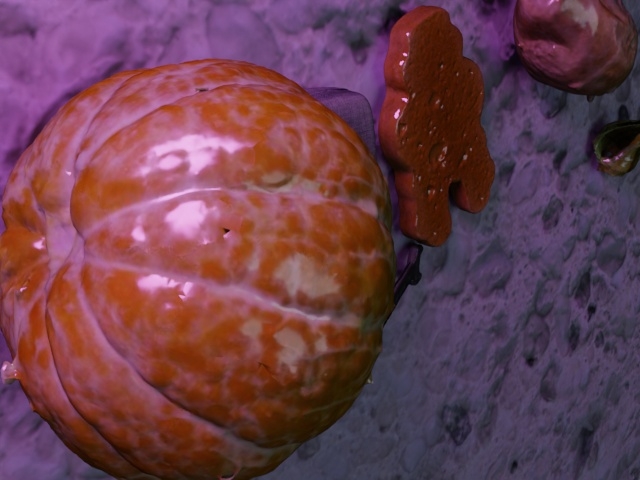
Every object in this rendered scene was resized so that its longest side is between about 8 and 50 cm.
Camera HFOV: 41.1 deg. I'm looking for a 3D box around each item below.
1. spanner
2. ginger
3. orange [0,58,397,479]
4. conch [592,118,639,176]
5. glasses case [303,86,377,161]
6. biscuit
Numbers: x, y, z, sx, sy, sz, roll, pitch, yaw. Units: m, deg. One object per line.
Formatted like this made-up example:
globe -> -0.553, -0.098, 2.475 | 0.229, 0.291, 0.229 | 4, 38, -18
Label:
spanner -> 0.087, 0.064, 0.990 | 0.254, 0.015, 0.054 | -46, 139, -63
ginger -> 0.339, -0.341, 1.080 | 0.244, 0.155, 0.304 | 6, 100, -44
orange -> -0.099, 0.021, 0.648 | 0.249, 0.329, 0.329 | 10, 97, -44
conch -> 0.469, -0.149, 1.340 | 0.089, 0.074, 0.121 | -2, 145, -29
glasses case -> 0.000, 0.000, 0.920 | 0.131, 0.074, 0.323 | -22, 119, -37
biscuit -> 0.138, -0.138, 1.034 | 0.186, 0.044, 0.295 | -38, 129, -35
